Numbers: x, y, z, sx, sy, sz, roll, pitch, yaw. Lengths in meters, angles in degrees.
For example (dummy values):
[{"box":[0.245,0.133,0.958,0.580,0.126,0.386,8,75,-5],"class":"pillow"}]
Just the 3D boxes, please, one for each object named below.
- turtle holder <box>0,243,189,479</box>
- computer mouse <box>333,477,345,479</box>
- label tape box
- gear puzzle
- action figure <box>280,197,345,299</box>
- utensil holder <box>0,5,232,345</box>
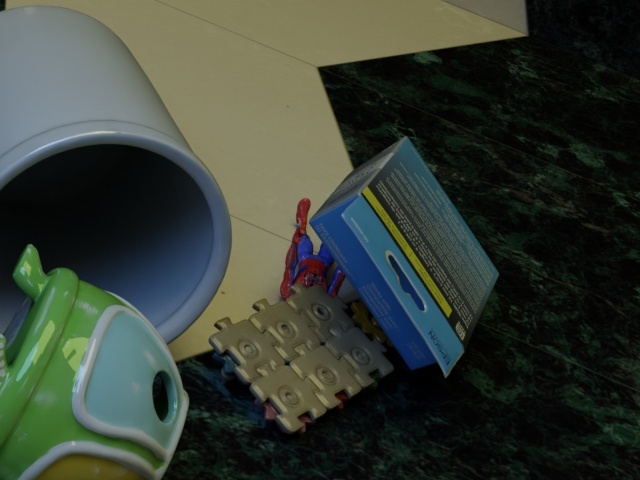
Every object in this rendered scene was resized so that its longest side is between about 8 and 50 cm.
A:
[{"box":[-0.260,0.182,1.387,0.227,0.243,0.320,31,17,-16],"class":"turtle holder"},{"box":[0.063,0.350,1.463,0.188,0.072,0.272,24,29,6],"class":"computer mouse"},{"box":[0.105,0.031,1.856,0.249,0.115,0.348,56,26,-8],"class":"label tape box"},{"box":[-0.004,0.140,1.798,0.175,0.044,0.339,47,36,14],"class":"gear puzzle"},{"box":[0.000,0.000,1.967,0.091,0.139,0.280,16,32,-5],"class":"action figure"},{"box":[-0.321,-0.078,1.708,0.327,0.328,0.385,3,31,-27],"class":"utensil holder"}]
